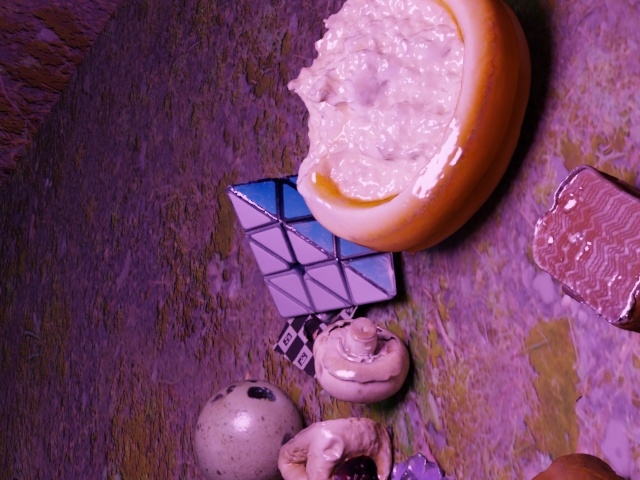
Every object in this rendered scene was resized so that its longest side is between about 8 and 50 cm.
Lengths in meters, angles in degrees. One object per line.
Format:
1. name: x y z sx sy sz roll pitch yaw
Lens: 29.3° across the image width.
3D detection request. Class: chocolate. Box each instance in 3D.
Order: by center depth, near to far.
1. chocolate: 0.360 0.011 1.487 0.148 0.093 0.214 -61 32 15

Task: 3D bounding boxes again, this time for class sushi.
1. sushi: 0.020 0.123 2.032 0.210 0.040 0.193 -61 28 -2

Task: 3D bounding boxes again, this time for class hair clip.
1. hair clip: 0.135 0.369 1.703 0.124 0.052 0.195 -61 26 6

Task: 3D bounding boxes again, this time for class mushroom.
1. mushroom: 0.060 0.172 1.834 0.154 0.154 0.122 -117 27 -52

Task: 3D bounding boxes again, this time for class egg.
1. egg: -0.123 0.334 2.022 0.177 0.177 0.228 -109 33 -47

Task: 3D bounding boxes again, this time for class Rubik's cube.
1. Rubik's cube: 0.000 -0.002 1.985 0.228 0.229 0.233 -1 -101 -81

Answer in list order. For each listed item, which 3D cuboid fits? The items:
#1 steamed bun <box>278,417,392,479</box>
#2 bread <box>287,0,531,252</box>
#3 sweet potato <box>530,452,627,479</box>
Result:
1. steamed bun: 0.030 0.358 1.812 0.172 0.141 0.155 -41 53 46
2. bread: 0.133 -0.191 1.804 0.329 0.245 0.423 18 91 22
3. sweet potato: 0.334 0.377 1.274 0.157 0.158 0.369 -61 31 17
